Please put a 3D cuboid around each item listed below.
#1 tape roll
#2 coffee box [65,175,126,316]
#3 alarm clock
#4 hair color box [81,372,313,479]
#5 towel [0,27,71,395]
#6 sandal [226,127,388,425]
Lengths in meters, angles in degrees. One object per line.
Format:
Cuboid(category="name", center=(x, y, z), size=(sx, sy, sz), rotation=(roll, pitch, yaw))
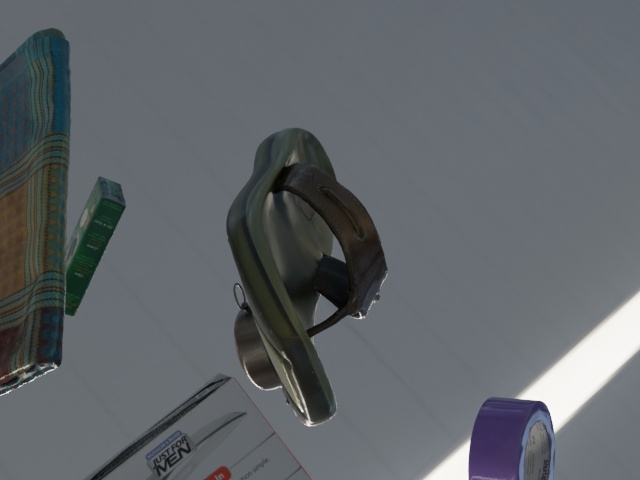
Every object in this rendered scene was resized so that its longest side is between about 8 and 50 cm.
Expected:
Cuboid(category="tape roll", center=(0.298, 0.339, 1.743), size=(0.189, 0.080, 0.189), rotation=(-6, -83, -62))
Cuboid(category="coffee box", center=(-0.336, 0.007, 1.621), size=(0.040, 0.184, 0.113), rotation=(23, -169, -20))
Cuboid(category="alarm clock", center=(-0.086, 0.138, 1.645), size=(0.129, 0.064, 0.192), rotation=(-77, -33, -54))
Cuboid(category="hair color box", center=(-0.032, 0.158, 0.547), size=(0.167, 0.093, 0.053), rotation=(54, 168, -4))
Cuboid(category="towel", center=(-0.340, -0.006, 1.093), size=(0.040, 0.271, 0.370), rotation=(29, -136, -43))
Cuboid(category="sandal", center=(0.000, -0.002, 0.758), size=(0.303, 0.086, 0.120), rotation=(-85, -22, -58))
